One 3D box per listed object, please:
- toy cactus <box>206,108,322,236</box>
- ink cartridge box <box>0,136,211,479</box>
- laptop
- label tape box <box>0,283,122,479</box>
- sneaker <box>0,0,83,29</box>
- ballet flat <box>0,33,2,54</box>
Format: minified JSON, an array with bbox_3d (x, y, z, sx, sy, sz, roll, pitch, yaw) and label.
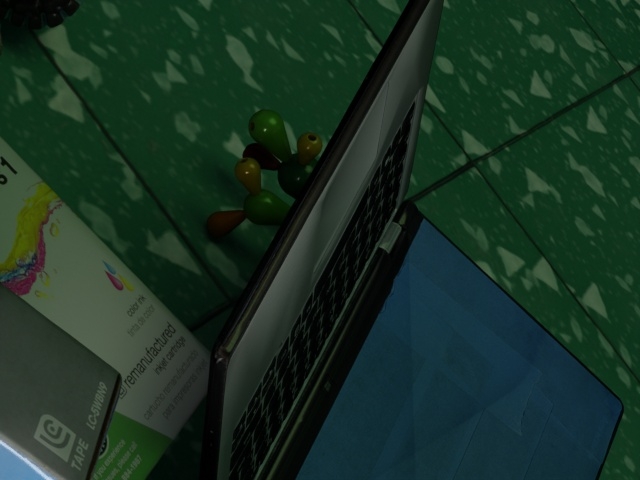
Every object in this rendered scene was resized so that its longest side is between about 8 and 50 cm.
[{"bbox_3d":[0.000,0.000,1.597,0.219,0.112,0.180,54,12,10],"label":"toy cactus"},{"bbox_3d":[-0.221,0.054,1.201,0.278,0.117,0.201,46,31,-6],"label":"ink cartridge box"},{"bbox_3d":[0.093,0.099,1.360,0.236,0.408,0.382,20,51,10],"label":"laptop"},{"bbox_3d":[-0.303,0.062,0.962,0.334,0.241,0.106,39,33,-19],"label":"label tape box"},{"bbox_3d":[-0.297,-0.277,1.506,0.283,0.110,0.122,44,13,-15],"label":"sneaker"},{"bbox_3d":[-0.365,-0.185,1.313,0.316,0.107,0.106,34,54,-17],"label":"ballet flat"}]
